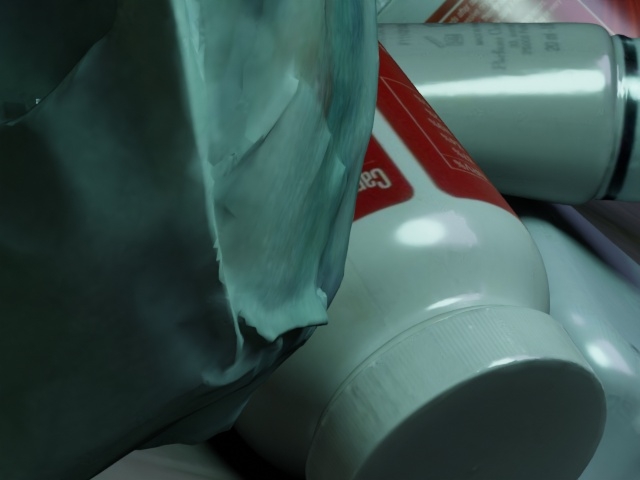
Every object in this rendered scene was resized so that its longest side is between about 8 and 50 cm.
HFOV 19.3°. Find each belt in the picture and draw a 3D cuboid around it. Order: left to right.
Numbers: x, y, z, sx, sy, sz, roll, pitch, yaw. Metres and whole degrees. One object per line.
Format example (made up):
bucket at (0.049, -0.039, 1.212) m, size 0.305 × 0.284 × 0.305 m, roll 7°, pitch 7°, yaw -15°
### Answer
belt at (-0.110, -0.048, 0.388) m, size 0.257 × 0.207 × 0.150 m, roll 30°, pitch 15°, yaw 3°

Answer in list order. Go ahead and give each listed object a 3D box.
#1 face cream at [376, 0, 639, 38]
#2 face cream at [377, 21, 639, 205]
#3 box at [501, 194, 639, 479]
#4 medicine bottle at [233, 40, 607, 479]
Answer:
face cream at (0.105, -0.123, 1.241) m, size 0.187 × 0.201 × 0.201 m, roll 44°, pitch 14°, yaw 0°
face cream at (0.045, -0.071, 0.916) m, size 0.314 × 0.089 × 0.143 m, roll 7°, pitch 21°, yaw -2°
box at (0.130, 0.075, 0.932) m, size 0.264 × 0.106 × 0.336 m, roll 39°, pitch 15°, yaw -21°
medicine bottle at (0.000, 0.000, 0.722) m, size 0.131 × 0.131 × 0.250 m, roll 29°, pitch 21°, yaw -47°
